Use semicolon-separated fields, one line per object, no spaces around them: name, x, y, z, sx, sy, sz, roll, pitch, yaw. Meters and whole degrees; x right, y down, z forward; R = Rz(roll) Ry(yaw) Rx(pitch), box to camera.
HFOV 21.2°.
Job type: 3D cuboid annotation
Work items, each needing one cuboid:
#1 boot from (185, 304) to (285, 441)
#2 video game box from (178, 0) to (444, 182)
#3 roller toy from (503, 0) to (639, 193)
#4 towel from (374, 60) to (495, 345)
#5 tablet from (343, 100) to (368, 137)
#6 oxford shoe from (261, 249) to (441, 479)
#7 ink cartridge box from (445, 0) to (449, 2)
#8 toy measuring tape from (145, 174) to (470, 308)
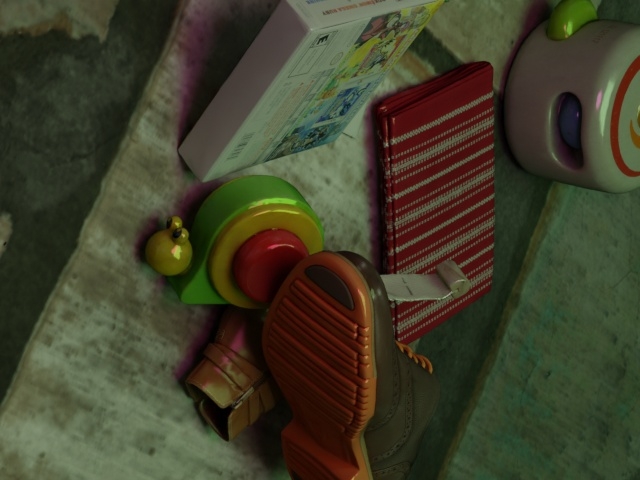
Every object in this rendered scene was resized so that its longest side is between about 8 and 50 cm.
boot;-0.044;0.135;1.638;0.152;0.073;0.197;-55;126;-25
video game box;-0.008;-0.147;1.514;0.187;0.048;0.205;-17;155;-46
roller toy;0.313;-0.151;1.917;0.209;0.146;0.191;35;75;-51
towel;0.124;-0.040;1.817;0.199;0.031;0.274;-28;124;-45
tablet;0.033;-0.147;1.688;0.054;0.006;0.083;22;85;-52
oxford shoe;0.037;0.119;1.564;0.133;0.130;0.363;-35;149;-26
ink cartridge box;0.061;-0.389;1.549;0.211;0.122;0.289;22;85;-51
toy measuring tape;0.000;0.000;1.558;0.330;0.121;0.121;1;102;-26
